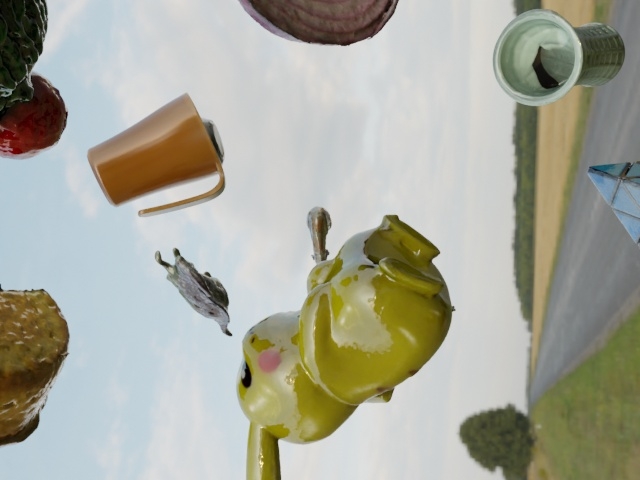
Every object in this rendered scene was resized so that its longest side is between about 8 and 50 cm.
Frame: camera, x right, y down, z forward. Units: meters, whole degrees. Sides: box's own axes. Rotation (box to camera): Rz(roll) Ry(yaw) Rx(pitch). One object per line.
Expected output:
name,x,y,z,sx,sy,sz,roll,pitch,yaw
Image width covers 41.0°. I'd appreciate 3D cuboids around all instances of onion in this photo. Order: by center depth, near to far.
onion,-0.028,-0.338,1.071,0.250,0.111,0.247,-28,-91,-34

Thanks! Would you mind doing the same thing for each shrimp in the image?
shrimp,0.000,0.000,1.602,0.223,0.047,0.126,10,-103,-87

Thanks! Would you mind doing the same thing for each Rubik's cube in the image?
Rubik's cube,0.468,-0.044,1.261,0.211,0.178,0.190,-35,-37,-52

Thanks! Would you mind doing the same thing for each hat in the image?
hat,-0.436,-0.231,1.060,0.332,0.242,0.274,75,-158,-55

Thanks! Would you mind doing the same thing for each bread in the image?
bread,-0.467,0.182,1.160,0.194,0.179,0.340,-56,-27,16

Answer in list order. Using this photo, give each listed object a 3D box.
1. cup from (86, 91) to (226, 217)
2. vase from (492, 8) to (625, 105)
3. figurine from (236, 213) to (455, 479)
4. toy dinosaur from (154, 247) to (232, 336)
cup,-0.320,-0.158,1.744,0.226,0.264,0.182,63,173,17
vase,0.405,-0.303,1.409,0.299,0.143,0.143,-20,-68,-55
figurine,0.016,0.124,0.977,0.169,0.327,0.218,45,-159,-10
toy dinosaur,-0.247,0.095,1.718,0.077,0.162,0.294,-45,-31,-2
